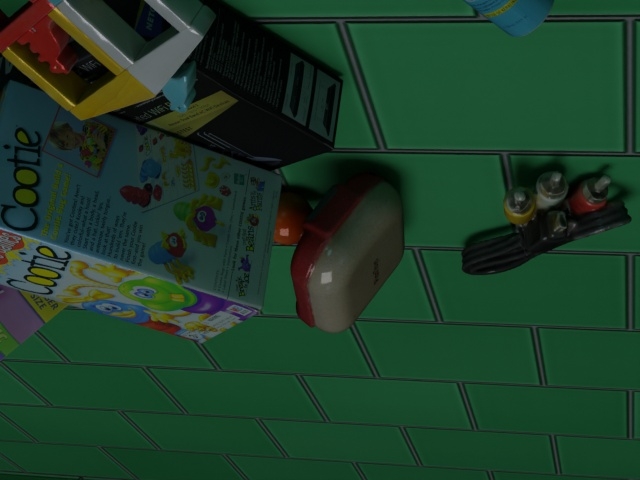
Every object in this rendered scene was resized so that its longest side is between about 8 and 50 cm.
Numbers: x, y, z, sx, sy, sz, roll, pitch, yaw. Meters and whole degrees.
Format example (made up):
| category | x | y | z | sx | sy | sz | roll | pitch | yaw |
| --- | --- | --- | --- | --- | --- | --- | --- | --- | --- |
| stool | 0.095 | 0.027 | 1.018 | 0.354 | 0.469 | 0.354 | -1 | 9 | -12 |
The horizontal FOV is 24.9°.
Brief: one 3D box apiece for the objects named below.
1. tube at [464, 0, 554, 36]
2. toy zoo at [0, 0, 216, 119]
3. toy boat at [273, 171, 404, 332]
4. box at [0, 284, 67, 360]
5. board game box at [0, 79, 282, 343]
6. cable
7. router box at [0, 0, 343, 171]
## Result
| category | x | y | z | sx | sy | sz | roll | pitch | yaw |
| --- | --- | --- | --- | --- | --- | --- | --- | --- | --- |
| tube | 0.095 | -0.231 | 1.119 | 0.207 | 0.052 | 0.080 | 30 | 137 | -32 |
| toy zoo | -0.214 | -0.201 | 1.155 | 0.293 | 0.030 | 0.192 | 42 | 141 | -21 |
| toy boat | 0.000 | 0.000 | 1.602 | 0.151 | 0.151 | 0.231 | 33 | 162 | 17 |
| box | -0.383 | 0.007 | 1.502 | 0.213 | 0.117 | 0.243 | 53 | 164 | -15 |
| board game box | -0.196 | -0.019 | 1.355 | 0.275 | 0.144 | 0.142 | 19 | 155 | -24 |
| cable | 0.241 | -0.020 | 1.587 | 0.140 | 0.072 | 0.287 | -7 | 171 | -11 |
| router box | -0.172 | -0.130 | 1.378 | 0.309 | 0.081 | 0.243 | -15 | 148 | 42 |
